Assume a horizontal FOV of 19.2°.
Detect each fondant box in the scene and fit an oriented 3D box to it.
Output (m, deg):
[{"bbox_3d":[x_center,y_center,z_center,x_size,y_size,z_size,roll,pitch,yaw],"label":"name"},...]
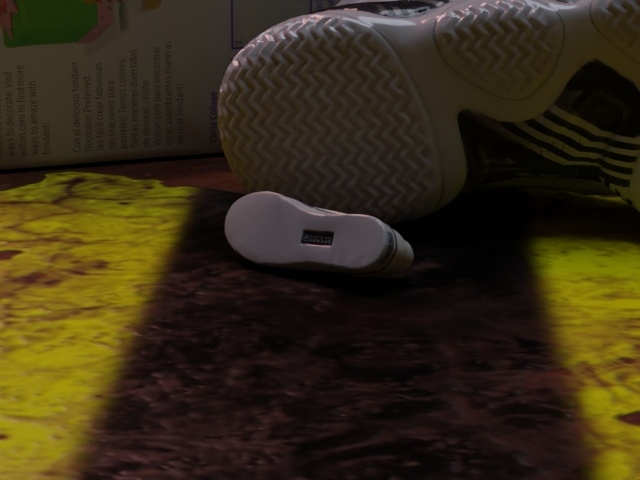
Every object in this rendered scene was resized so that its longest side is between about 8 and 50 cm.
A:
[{"bbox_3d":[-0.086,-0.174,1.140,0.330,0.238,0.096,-6,16,-20],"label":"fondant box"}]

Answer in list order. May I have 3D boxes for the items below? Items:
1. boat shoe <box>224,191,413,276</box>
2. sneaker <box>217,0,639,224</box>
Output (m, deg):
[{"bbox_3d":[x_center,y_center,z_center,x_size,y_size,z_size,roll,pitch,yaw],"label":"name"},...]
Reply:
[{"bbox_3d":[0.000,0.000,0.889,0.100,0.035,0.035,7,-12,38],"label":"boat shoe"},{"bbox_3d":[0.140,-0.090,1.010,0.366,0.137,0.210,-1,17,9],"label":"sneaker"}]
